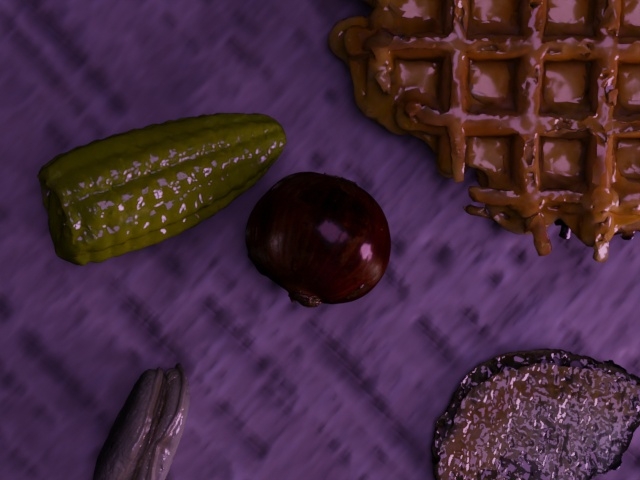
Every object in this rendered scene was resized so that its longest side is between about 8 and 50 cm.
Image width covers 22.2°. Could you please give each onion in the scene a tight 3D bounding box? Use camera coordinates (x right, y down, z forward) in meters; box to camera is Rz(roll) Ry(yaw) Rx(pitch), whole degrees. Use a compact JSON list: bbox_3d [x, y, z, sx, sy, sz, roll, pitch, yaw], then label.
[{"bbox_3d":[0.000,0.000,1.305,0.117,0.118,0.118,12,80,-15],"label":"onion"}]

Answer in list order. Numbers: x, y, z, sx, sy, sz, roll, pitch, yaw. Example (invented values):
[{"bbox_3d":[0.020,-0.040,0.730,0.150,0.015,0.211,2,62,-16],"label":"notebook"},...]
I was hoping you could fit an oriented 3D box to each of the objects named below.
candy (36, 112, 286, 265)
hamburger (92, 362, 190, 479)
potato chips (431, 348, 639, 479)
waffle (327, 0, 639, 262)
[{"bbox_3d":[-0.122,-0.051,1.295,0.209,0.097,0.096,-22,87,-19],"label":"candy"},{"bbox_3d":[-0.133,0.148,1.266,0.054,0.084,0.121,23,76,-6],"label":"hamburger"},{"bbox_3d":[0.193,0.200,1.361,0.202,0.029,0.220,-3,80,-12],"label":"potato chips"},{"bbox_3d":[0.214,-0.196,1.344,0.379,0.095,0.382,41,94,-4],"label":"waffle"}]
